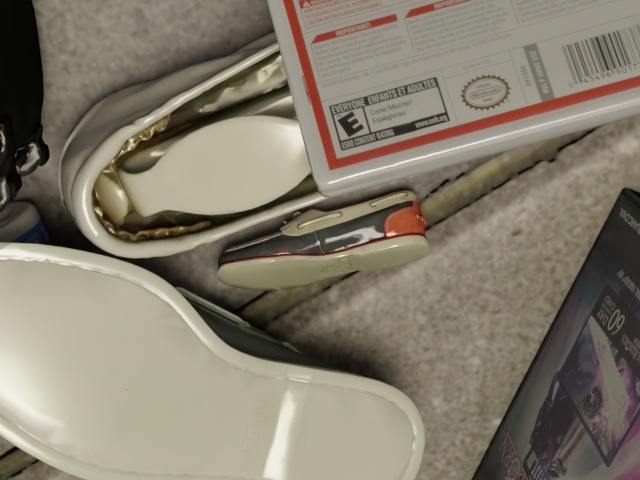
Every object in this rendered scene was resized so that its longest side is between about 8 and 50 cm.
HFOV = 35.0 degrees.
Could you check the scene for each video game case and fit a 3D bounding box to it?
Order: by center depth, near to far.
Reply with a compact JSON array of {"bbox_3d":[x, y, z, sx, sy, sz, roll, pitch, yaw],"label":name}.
[{"bbox_3d":[0.062,-0.180,0.512,0.204,0.025,0.285,-15,75,1],"label":"video game case"},{"bbox_3d":[0.161,0.119,0.616,0.026,0.196,0.274,22,107,-9],"label":"video game case"}]

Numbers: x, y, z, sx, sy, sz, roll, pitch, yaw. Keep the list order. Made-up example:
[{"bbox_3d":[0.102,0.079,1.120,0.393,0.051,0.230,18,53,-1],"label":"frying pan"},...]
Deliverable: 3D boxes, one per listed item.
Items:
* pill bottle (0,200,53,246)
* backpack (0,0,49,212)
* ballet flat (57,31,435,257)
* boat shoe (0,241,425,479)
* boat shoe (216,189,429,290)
[{"bbox_3d":[-0.188,0.052,0.630,0.078,0.078,0.137,-18,110,2],"label":"pill bottle"},{"bbox_3d":[-0.280,-0.101,0.492,0.254,0.225,0.191,-6,108,-4],"label":"backpack"},{"bbox_3d":[0.037,-0.084,0.572,0.400,0.139,0.139,-23,109,4],"label":"ballet flat"},{"bbox_3d":[-0.089,0.087,0.607,0.320,0.099,0.116,22,82,-26],"label":"boat shoe"},{"bbox_3d":[0.000,0.000,0.646,0.137,0.049,0.043,-11,68,2],"label":"boat shoe"}]
